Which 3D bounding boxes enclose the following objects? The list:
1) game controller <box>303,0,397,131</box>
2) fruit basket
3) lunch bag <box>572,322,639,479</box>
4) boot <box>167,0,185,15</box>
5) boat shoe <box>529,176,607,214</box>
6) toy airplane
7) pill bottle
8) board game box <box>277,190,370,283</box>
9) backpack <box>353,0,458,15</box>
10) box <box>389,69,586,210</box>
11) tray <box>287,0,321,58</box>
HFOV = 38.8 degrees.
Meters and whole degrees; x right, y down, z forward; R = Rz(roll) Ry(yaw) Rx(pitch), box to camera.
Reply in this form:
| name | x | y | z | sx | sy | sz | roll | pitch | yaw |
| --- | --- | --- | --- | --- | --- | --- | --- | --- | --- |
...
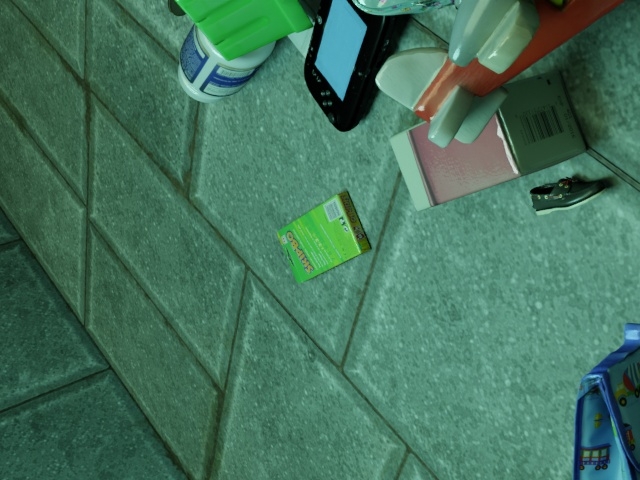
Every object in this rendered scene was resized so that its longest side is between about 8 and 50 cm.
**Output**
| name | x | y | z | sx | sy | sz | roll | pitch | yaw |
| --- | --- | --- | --- | --- | --- | --- | --- | --- | --- |
| game controller | 0.043 | -0.335 | 1.552 | 0.166 | 0.067 | 0.319 | 49 | 147 | 20 |
| fruit basket | -0.119 | -0.535 | 1.511 | 0.283 | 0.392 | 0.392 | 53 | 143 | 21 |
| lunch bag | 0.428 | 0.243 | 1.190 | 0.138 | 0.221 | 0.293 | 5 | 111 | 53 |
| boot | -0.251 | -0.499 | 1.901 | 0.219 | 0.082 | 0.106 | -31 | 78 | 54 |
| boat shoe | 0.350 | -0.068 | 1.296 | 0.133 | 0.049 | 0.042 | -14 | 103 | 61 |
| toy airplane | 0.215 | -0.295 | 1.063 | 0.272 | 0.384 | 0.386 | 51 | 158 | -15 |
| pill bottle | -0.196 | -0.373 | 1.807 | 0.153 | 0.153 | 0.265 | 69 | 156 | 2 |
| board game box | 0.000 | 0.000 | 1.842 | 0.259 | 0.039 | 0.124 | -28 | 82 | 54 |
| backpack | 0.126 | -0.401 | 1.332 | 0.182 | 0.115 | 0.151 | -10 | 95 | 20 |
| box | 0.239 | -0.141 | 1.326 | 0.232 | 0.149 | 0.126 | -20 | 91 | 57 |
| tray | -0.068 | -0.462 | 1.707 | 0.270 | 0.030 | 0.145 | 55 | 142 | 22 |
